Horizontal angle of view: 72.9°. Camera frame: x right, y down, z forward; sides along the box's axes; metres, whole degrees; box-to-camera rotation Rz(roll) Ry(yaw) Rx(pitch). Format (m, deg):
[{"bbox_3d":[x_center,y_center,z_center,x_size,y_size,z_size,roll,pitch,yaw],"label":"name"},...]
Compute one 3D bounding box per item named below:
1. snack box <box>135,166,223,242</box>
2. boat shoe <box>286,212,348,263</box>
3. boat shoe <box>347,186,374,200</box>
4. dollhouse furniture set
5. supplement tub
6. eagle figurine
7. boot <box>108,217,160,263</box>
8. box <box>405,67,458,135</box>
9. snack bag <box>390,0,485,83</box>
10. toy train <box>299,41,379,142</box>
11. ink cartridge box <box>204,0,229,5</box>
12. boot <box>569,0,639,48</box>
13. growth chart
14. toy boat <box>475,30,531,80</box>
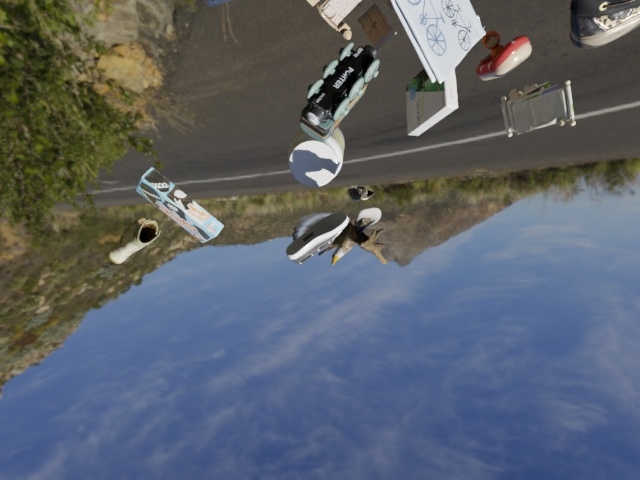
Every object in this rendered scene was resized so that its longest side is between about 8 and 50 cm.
[{"bbox_3d":[-0.525,-0.121,1.610,0.060,0.322,0.187,-57,-161,-23],"label":"snack box"},{"bbox_3d":[0.000,0.000,1.385,0.229,0.076,0.080,-37,-139,2],"label":"boat shoe"},{"bbox_3d":[0.153,-0.182,1.636,0.049,0.056,0.152,-26,174,32],"label":"boat shoe"},{"bbox_3d":[0.173,-0.965,1.782,0.303,0.173,0.356,-35,157,26],"label":"dollhouse furniture set"},{"bbox_3d":[-0.016,-0.386,1.906,0.236,0.235,0.324,-2,-152,7],"label":"supplement tub"},{"bbox_3d":[0.074,-0.010,1.580,0.299,0.226,0.225,17,-143,42],"label":"eagle figurine"},{"bbox_3d":[-0.592,-0.027,1.438,0.165,0.077,0.213,-28,-153,27],"label":"boot"},{"bbox_3d":[0.447,-0.594,1.776,0.059,0.232,0.322,0,173,-16],"label":"box"},{"bbox_3d":[0.343,-0.677,1.272,0.037,0.323,0.342,-7,-144,53],"label":"snack bag"},{"bbox_3d":[0.058,-0.460,1.350,0.142,0.333,0.190,34,160,2],"label":"toy train"},{"bbox_3d":[-0.426,-1.166,1.797,0.166,0.065,0.332,-26,152,-21],"label":"ink cartridge box"},{"bbox_3d":[0.678,-0.612,0.877,0.378,0.138,0.284,-30,139,24],"label":"boot"},{"bbox_3d":[0.716,-0.441,1.442,0.021,0.171,0.237,2,177,-40],"label":"growth chart"},{"bbox_3d":[0.635,-0.678,1.550,0.151,0.151,0.231,-39,-166,3],"label":"toy boat"}]
